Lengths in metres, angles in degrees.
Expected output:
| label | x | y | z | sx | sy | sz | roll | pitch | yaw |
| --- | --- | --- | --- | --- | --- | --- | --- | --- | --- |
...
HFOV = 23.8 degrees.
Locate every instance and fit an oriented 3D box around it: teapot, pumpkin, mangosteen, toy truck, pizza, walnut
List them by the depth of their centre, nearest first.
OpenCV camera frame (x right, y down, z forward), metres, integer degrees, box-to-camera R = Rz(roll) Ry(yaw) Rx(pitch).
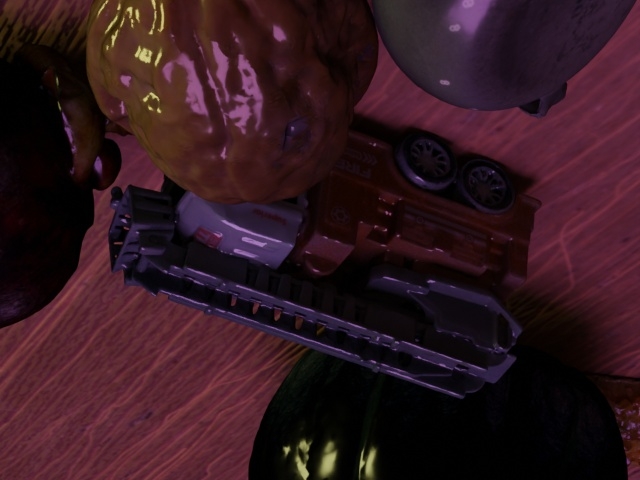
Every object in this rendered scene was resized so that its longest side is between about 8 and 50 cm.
| label | x | y | z | sx | sy | sz | roll | pitch | yaw |
| --- | --- | --- | --- | --- | --- | --- | --- | --- | --- |
| teapot | 0.116 | -0.179 | 0.961 | 0.193 | 0.129 | 0.294 | -36 | 151 | -11 |
| walnut | -0.060 | -0.130 | 1.033 | 0.198 | 0.198 | 0.245 | 1 | 148 | 9 |
| mangosteen | -0.257 | -0.054 | 1.180 | 0.265 | 0.228 | 0.228 | -31 | 142 | -7 |
| toy truck | 0.000 | 0.000 | 1.211 | 0.338 | 0.184 | 0.133 | 19 | 142 | -16 |
| pumpkin | 0.110 | 0.235 | 1.437 | 0.363 | 0.266 | 0.363 | 13 | 145 | 9 |
| pizza | 0.301 | 0.180 | 1.530 | 0.175 | 0.046 | 0.134 | 31 | 139 | -29 |
